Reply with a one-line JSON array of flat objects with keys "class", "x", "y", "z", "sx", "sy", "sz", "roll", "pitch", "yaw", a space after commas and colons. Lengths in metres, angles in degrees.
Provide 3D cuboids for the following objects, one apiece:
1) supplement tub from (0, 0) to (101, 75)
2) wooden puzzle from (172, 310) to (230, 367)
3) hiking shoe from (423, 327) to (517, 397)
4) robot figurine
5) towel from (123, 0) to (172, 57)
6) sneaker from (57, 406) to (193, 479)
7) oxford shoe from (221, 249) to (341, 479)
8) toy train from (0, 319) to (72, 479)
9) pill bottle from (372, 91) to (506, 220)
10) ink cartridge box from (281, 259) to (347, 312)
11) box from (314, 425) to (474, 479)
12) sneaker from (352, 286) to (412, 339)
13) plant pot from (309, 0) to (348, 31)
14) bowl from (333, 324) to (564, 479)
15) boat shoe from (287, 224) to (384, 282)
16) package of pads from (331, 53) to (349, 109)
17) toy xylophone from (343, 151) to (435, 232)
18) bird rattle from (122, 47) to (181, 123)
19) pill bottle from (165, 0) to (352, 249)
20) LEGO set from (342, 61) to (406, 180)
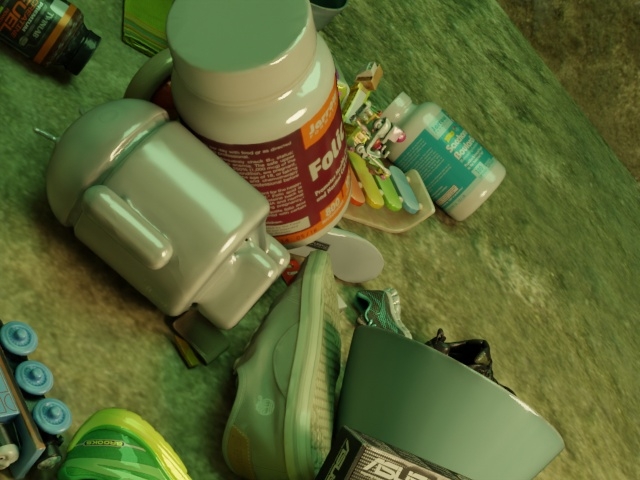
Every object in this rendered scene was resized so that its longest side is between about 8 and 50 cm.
[{"class": "supplement tub", "x": -0.425, "y": -0.328, "z": 1.677, "sx": 0.198, "sy": 0.106, "sz": 0.106, "roll": 33, "pitch": 30, "yaw": -17}, {"class": "wooden puzzle", "x": -0.159, "y": 0.126, "z": 1.504, "sx": 0.078, "sy": 0.014, "sz": 0.116, "roll": 53, "pitch": 30, "yaw": 8}, {"class": "hiking shoe", "x": 0.242, "y": 0.215, "z": 1.780, "sx": 0.227, "sy": 0.114, "sz": 0.086, "roll": 25, "pitch": 34, "yaw": -30}, {"class": "robot figurine", "x": -0.208, "y": -0.043, "z": 1.465, "sx": 0.353, "sy": 0.200, "sz": 0.300, "roll": 41, "pitch": 12, "yaw": 1}, {"class": "towel", "x": -0.303, "y": -0.399, "z": 2.010, "sx": 0.102, "sy": 0.021, "sz": 0.237, "roll": 27, "pitch": 33, "yaw": -29}, {"class": "sneaker", "x": -0.160, "y": 0.312, "z": 1.192, "sx": 0.295, "sy": 0.109, "sz": 0.123, "roll": 45, "pitch": 55, "yaw": -4}, {"class": "oxford shoe", "x": -0.044, "y": 0.151, "z": 1.496, "sx": 0.449, "sy": 0.130, "sz": 0.169, "roll": -77, "pitch": 158, "yaw": -58}, {"class": "toy train", "x": -0.335, "y": 0.161, "z": 1.178, "sx": 0.105, "sy": 0.080, "sz": 0.184, "roll": -6, "pitch": 57, "yaw": -43}, {"class": "pill bottle", "x": 0.228, "y": -0.173, "z": 2.243, "sx": 0.264, "sy": 0.146, "sz": 0.146, "roll": 42, "pitch": 29, "yaw": -2}, {"class": "ink cartridge box", "x": -0.016, "y": 0.069, "z": 1.739, "sx": 0.115, "sy": 0.029, "sz": 0.063, "roll": 54, "pitch": 30, "yaw": 18}, {"class": "box", "x": 0.092, "y": 0.359, "z": 1.301, "sx": 0.270, "sy": 0.216, "sz": 0.060, "roll": 28, "pitch": 1, "yaw": -27}, {"class": "sneaker", "x": 0.091, "y": 0.139, "z": 1.766, "sx": 0.076, "sy": 0.065, "sz": 0.166, "roll": 9, "pitch": 38, "yaw": -22}, {"class": "plant pot", "x": -0.119, "y": -0.469, "z": 2.150, "sx": 0.293, "sy": 0.196, "sz": 0.293, "roll": 30, "pitch": 31, "yaw": -21}, {"class": "bowl", "x": 0.139, "y": 0.258, "z": 1.470, "sx": 0.311, "sy": 0.163, "sz": 0.311, "roll": 31, "pitch": -13, "yaw": 8}, {"class": "boat shoe", "x": 0.000, "y": 0.000, "z": 1.813, "sx": 0.228, "sy": 0.080, "sz": 0.076, "roll": 18, "pitch": 24, "yaw": -30}, {"class": "package of pads", "x": -0.105, "y": -0.303, "z": 1.961, "sx": 0.296, "sy": 0.101, "sz": 0.229, "roll": 19, "pitch": 21, "yaw": -14}, {"class": "toy xylophone", "x": 0.047, "y": -0.126, "z": 2.023, "sx": 0.322, "sy": 0.081, "sz": 0.236, "roll": 11, "pitch": 42, "yaw": -44}, {"class": "bird rattle", "x": -0.203, "y": -0.223, "z": 1.678, "sx": 0.143, "sy": 0.253, "sz": 0.207, "roll": 47, "pitch": 41, "yaw": 14}, {"class": "pill bottle", "x": -0.081, "y": -0.176, "z": 1.582, "sx": 0.392, "sy": 0.224, "sz": 0.224, "roll": 78, "pitch": -12, "yaw": -57}, {"class": "LEGO set", "x": 0.088, "y": -0.194, "z": 1.961, "sx": 0.107, "sy": 0.132, "sz": 0.287, "roll": 41, "pitch": 21, "yaw": -22}]
